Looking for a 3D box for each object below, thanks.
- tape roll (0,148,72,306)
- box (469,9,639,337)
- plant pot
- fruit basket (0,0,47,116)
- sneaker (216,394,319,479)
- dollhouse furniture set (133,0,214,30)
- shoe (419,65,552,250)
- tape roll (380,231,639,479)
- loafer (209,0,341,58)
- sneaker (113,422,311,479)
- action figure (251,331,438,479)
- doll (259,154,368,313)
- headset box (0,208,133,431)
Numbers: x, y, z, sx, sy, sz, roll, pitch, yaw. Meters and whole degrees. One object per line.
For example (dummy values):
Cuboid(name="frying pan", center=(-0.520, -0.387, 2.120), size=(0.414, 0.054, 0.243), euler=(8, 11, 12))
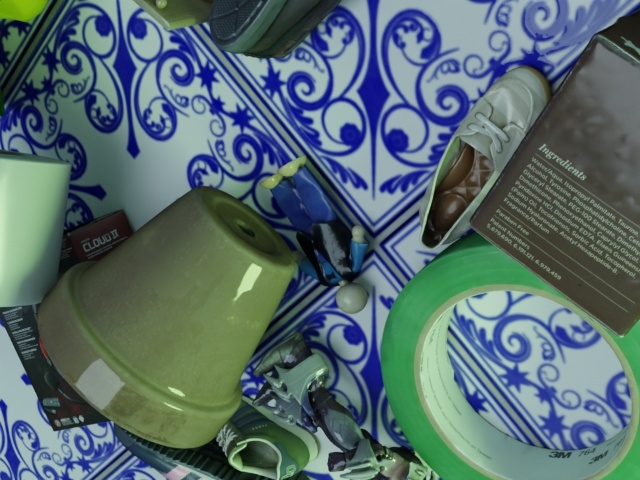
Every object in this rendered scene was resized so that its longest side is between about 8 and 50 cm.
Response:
Cuboid(name="tape roll", center=(-0.429, -0.028, 1.077), size=(0.246, 0.246, 0.169), euler=(12, 96, 28))
Cuboid(name="box", center=(0.270, -0.062, 0.784), size=(0.167, 0.168, 0.203), euler=(39, 126, 14))
Cuboid(name="plant pot", center=(-0.155, 0.067, 1.047), size=(0.263, 0.263, 0.229), euler=(43, 105, 10))
Cuboid(name="fruit basket", center=(-0.437, -0.280, 1.078), size=(0.392, 0.392, 0.283), euler=(-6, 106, 34))
Cuboid(name="sneaker", center=(-0.103, 0.261, 1.202), size=(0.192, 0.086, 0.064), euler=(19, 118, 25))
Cuboid(name="dollhouse furniture set", center=(-0.146, -0.335, 0.959), size=(0.144, 0.123, 0.151), euler=(42, 125, 11))
Cuboid(name="shoe", center=(0.161, -0.075, 0.915), size=(0.076, 0.058, 0.219), euler=(37, 124, 14))
Cuboid(name="tape roll", center=(0.222, 0.142, 0.957), size=(0.321, 0.077, 0.321), euler=(13, 116, 28))
Cuboid(name="loafer", center=(0.008, -0.295, 0.917), size=(0.302, 0.095, 0.109), euler=(-38, 57, 32))
Cuboid(name="sneaker", center=(-0.163, 0.338, 1.257), size=(0.319, 0.112, 0.131), euler=(24, 117, 23))
Cuboid(name="action figure", center=(0.040, 0.243, 1.079), size=(0.285, 0.099, 0.185), euler=(40, 164, 25))
Cuboid(name="doll", center=(0.000, 0.000, 1.055), size=(0.129, 0.046, 0.189), euler=(-30, 91, 47))
Cuboid(name="headset box", center=(-0.333, 0.102, 1.265), size=(0.218, 0.110, 0.293), euler=(-16, 100, 36))
